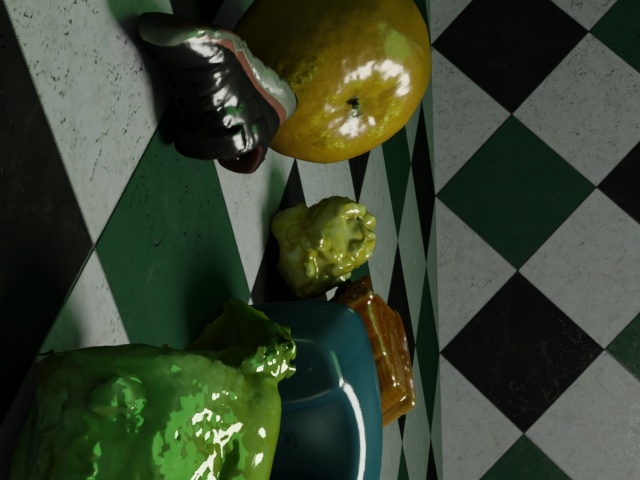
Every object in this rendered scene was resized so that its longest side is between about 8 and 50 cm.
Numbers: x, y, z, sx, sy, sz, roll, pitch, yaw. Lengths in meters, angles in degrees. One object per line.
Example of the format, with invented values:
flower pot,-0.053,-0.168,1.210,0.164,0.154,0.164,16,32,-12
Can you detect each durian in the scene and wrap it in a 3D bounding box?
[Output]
durian,-0.154,0.193,0.888,0.256,0.204,0.340,35,61,-56

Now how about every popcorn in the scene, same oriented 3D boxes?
popcorn,0.006,0.010,1.635,0.173,0.173,0.142,-45,121,-72

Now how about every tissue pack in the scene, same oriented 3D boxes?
tissue pack,-0.023,0.215,1.373,0.206,0.198,0.287,-45,129,-70

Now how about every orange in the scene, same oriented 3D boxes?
orange,0.008,-0.238,1.460,0.279,0.279,0.235,71,-5,-50

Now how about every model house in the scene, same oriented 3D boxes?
model house,0.028,0.177,1.641,0.229,0.199,0.219,53,12,-48

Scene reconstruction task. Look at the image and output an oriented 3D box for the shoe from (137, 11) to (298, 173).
shoe,-0.128,-0.157,1.233,0.291,0.114,0.137,38,69,-61
